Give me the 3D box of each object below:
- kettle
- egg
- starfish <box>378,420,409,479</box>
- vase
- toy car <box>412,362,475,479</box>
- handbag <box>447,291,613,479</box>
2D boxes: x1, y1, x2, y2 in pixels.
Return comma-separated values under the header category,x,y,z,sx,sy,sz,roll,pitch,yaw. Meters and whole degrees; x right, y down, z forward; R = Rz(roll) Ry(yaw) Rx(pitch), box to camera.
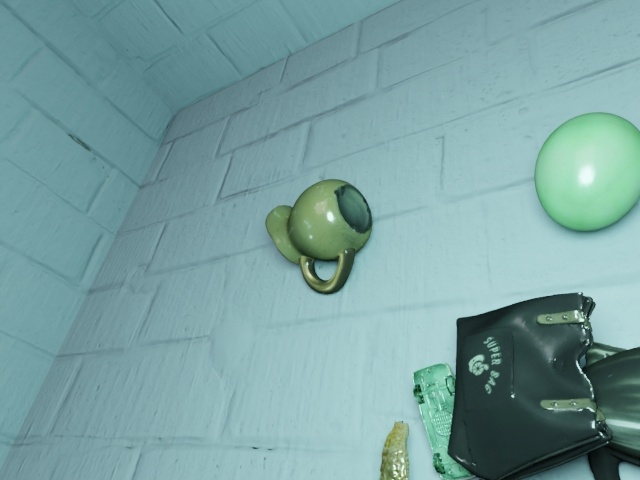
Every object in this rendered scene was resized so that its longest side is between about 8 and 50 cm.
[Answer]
category,x,y,z,sx,sy,sz,roll,pitch,yaw
kettle,0.546,0.281,0.755,0.271,0.251,0.207,-17,11,47
egg,0.592,-0.150,1.030,0.220,0.220,0.269,2,70,40
starfish,0.129,0.544,0.896,0.324,0.082,0.432,-58,40,3
vase,0.000,0.000,1.411,0.302,0.241,0.329,-24,69,38
toy car,0.262,0.370,0.964,0.090,0.076,0.224,-25,63,24
handbag,0.365,0.249,0.838,0.288,0.152,0.342,-43,24,48
